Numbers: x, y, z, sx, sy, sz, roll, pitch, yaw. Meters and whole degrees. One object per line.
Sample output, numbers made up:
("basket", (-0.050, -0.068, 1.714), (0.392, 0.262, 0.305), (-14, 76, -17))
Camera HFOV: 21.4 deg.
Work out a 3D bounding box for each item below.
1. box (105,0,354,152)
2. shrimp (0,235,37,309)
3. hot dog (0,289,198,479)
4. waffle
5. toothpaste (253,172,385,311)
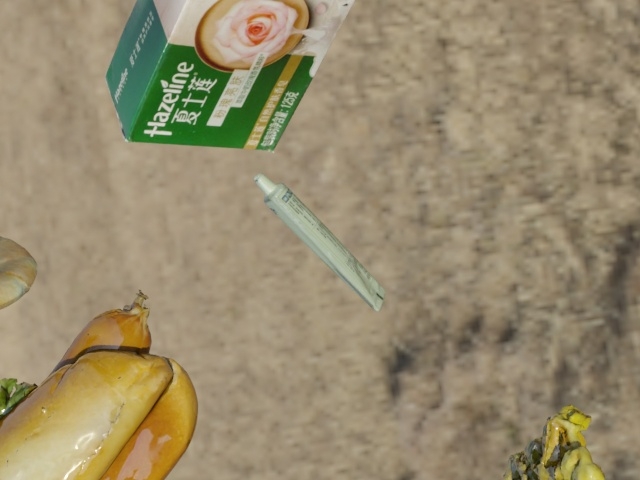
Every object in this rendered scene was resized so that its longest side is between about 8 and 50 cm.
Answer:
("box", (-0.069, -0.162, 1.299), (0.199, 0.135, 0.081), (-61, 39, 40))
("shrimp", (-0.385, 0.049, 1.567), (0.145, 0.254, 0.059), (46, 137, 45))
("hot dog", (-0.144, 0.137, 0.700), (0.072, 0.269, 0.109), (35, 173, 21))
("waffle", (0.173, 0.276, 1.271), (0.291, 0.051, 0.291), (-175, 90, -81))
("toothpaste", (0.000, 0.000, 1.795), (0.029, 0.197, 0.048), (-37, 18, 25))
